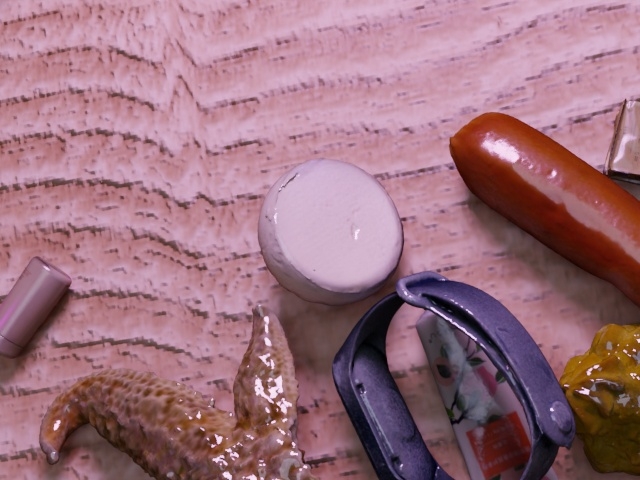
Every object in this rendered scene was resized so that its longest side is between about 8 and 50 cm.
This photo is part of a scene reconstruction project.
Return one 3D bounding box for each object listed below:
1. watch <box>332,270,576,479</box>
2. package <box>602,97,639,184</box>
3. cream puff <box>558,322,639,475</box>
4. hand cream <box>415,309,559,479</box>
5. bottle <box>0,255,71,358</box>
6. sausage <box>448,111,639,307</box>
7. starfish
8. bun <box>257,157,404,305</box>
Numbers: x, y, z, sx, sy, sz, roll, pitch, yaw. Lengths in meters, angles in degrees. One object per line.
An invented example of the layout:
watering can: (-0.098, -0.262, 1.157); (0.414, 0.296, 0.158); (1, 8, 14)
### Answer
watch: (0.108, 0.128, 1.115); (0.193, 0.068, 0.206); (-28, 82, 38)
package: (0.326, -0.080, 1.178); (0.131, 0.047, 0.071); (11, 78, 10)
cream puff: (0.270, 0.132, 1.112); (0.146, 0.116, 0.146); (-3, 76, 12)
hand cream: (0.143, 0.149, 1.168); (0.080, 0.050, 0.234); (-24, 82, 0)
bottle: (-0.283, 0.064, 1.252); (0.045, 0.045, 0.096); (35, 87, 14)
sausage: (0.244, -0.015, 1.158); (0.300, 0.089, 0.083); (36, 80, 14)
starfish: (-0.087, 0.273, 1.115); (0.324, 0.082, 0.432); (-29, 68, 17)
bun: (0.000, 0.000, 1.196); (0.138, 0.094, 0.138); (11, 64, -25)
